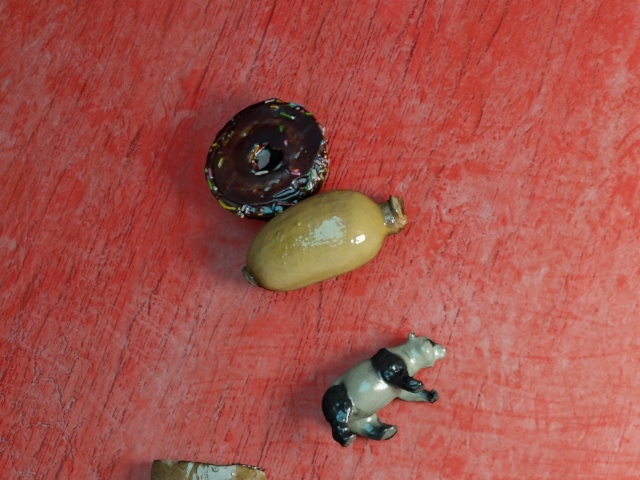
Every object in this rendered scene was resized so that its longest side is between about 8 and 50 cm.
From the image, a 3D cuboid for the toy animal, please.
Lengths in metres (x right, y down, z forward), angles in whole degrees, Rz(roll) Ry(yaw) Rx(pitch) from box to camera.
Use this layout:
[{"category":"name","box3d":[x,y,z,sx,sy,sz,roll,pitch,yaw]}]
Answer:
[{"category":"toy animal","box3d":[0.105,0.235,1.913,0.225,0.094,0.121,-38,53,4]}]

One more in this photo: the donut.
[{"category":"donut","box3d":[-0.088,-0.135,2.122,0.235,0.089,0.235,-7,67,17]}]

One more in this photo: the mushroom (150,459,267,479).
[{"category":"mushroom","box3d":[-0.194,0.407,1.963,0.209,0.072,0.094,4,80,21]}]

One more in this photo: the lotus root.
[{"category":"lotus root","box3d":[-0.001,-0.003,2.015,0.303,0.131,0.146,-22,66,11]}]
